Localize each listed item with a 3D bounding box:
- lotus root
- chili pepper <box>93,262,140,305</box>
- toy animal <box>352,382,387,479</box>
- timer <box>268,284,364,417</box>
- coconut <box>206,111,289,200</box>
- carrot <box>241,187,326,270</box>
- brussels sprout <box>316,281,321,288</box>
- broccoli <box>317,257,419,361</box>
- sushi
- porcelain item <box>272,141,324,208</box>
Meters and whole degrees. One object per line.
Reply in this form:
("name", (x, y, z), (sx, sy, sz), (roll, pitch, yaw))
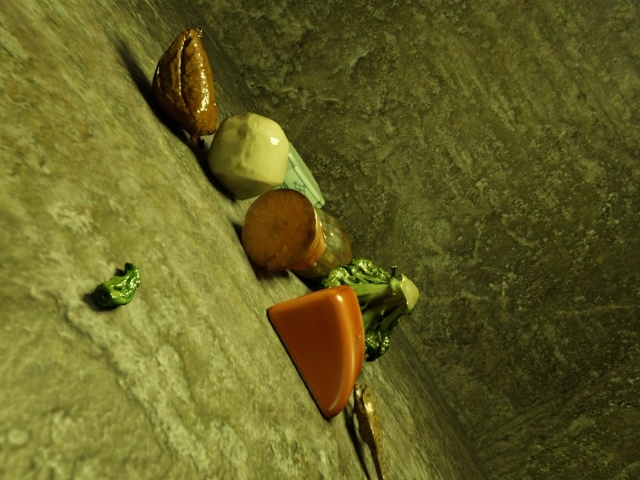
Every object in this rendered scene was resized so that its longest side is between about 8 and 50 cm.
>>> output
("lotus root", (0.012, 0.013, 1.343), (0.260, 0.149, 0.266), (29, 28, -36))
("chili pepper", (-0.225, 0.051, 0.472), (0.034, 0.030, 0.091), (31, 12, -10))
("toy animal", (0.112, 0.426, 0.896), (0.275, 0.054, 0.148), (-110, -169, -64))
("timer", (0.019, 0.239, 0.944), (0.257, 0.162, 0.249), (14, 59, -78))
("coconut", (-0.189, -0.212, 1.072), (0.224, 0.224, 0.224), (56, 9, -13))
("carrot", (-0.064, -0.001, 1.045), (0.195, 0.196, 0.254), (61, 7, 19))
("brussels sprout", (0.054, 0.172, 1.418), (0.180, 0.101, 0.139), (62, 24, -7))
("broccoli", (0.146, 0.179, 1.219), (0.303, 0.284, 0.321), (49, 42, -14))
("sushi", (-0.325, -0.367, 0.981), (0.140, 0.149, 0.286), (114, -36, -88))
("porcelain item", (-0.125, -0.242, 1.642), (0.285, 0.157, 0.281), (53, 12, -34))
